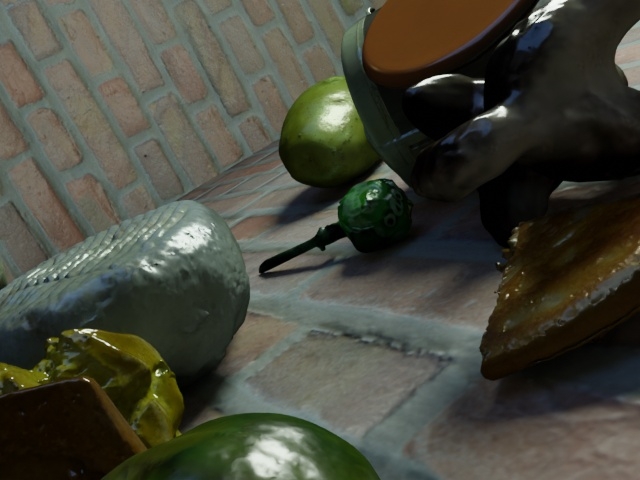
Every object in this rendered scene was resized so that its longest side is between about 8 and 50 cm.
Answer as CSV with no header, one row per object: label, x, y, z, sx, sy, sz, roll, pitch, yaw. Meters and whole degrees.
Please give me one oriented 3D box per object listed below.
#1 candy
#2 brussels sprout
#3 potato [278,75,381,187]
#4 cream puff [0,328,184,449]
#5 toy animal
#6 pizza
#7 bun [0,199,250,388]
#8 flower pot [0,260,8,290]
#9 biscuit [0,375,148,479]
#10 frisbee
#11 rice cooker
candy,0.001,-0.002,1.017,0.323,0.097,0.097,-25,12,47
brussels sprout,-0.046,0.163,0.355,0.181,0.144,0.161,-1,64,40
potato,0.027,-0.216,1.452,0.216,0.216,0.304,-20,13,32
cream puff,-0.209,0.167,0.586,0.195,0.194,0.221,-13,24,49
toy animal,0.204,-0.112,0.696,0.303,0.194,0.344,-29,-4,-2
pizza,0.200,0.020,0.548,0.201,0.053,0.193,-37,13,14
bun,-0.236,0.096,0.846,0.354,0.194,0.354,-24,14,6
flower pot,-0.526,0.183,0.955,0.165,0.254,0.367,-4,18,12
biscuit,-0.202,0.201,0.469,0.215,0.182,0.034,-38,-14,-19
frisbee,0.152,-0.279,0.868,0.251,0.021,0.251,-28,38,25
rice cooker,0.184,-0.227,1.034,0.277,0.288,0.288,-25,14,25
